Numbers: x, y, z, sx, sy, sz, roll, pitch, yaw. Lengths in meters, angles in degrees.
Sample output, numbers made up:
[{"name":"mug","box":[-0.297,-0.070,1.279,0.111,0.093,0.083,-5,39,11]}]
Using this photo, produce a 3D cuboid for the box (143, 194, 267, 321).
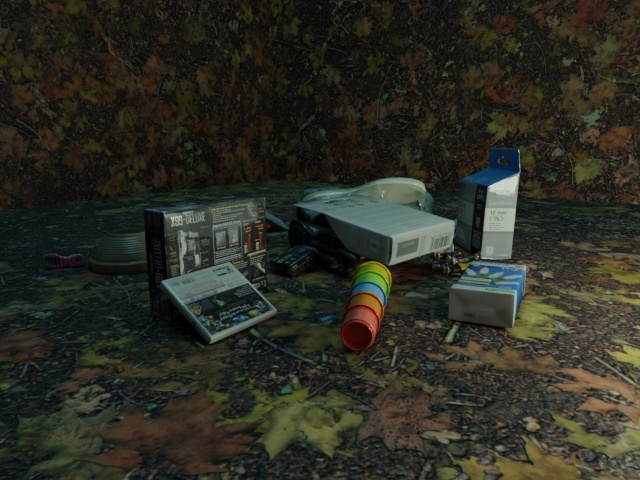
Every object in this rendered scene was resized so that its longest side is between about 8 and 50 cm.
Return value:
[{"name":"box","box":[-0.258,0.029,1.143,0.076,0.242,0.307,9,16,37]}]

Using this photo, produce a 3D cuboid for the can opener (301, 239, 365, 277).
[{"name":"can opener","box":[0.042,0.043,1.428,0.074,0.093,0.280,-23,24,-31]}]

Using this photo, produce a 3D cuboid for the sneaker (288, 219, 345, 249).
[{"name":"sneaker","box":[0.000,0.000,1.639,0.130,0.109,0.286,-3,20,-43]}]

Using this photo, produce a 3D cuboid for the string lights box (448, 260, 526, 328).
[{"name":"string lights box","box":[0.392,0.117,1.115,0.133,0.077,0.259,5,13,27]}]

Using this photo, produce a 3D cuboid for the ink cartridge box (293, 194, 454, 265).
[{"name":"ink cartridge box","box":[0.152,-0.047,1.438,0.308,0.091,0.385,-13,25,-43]}]

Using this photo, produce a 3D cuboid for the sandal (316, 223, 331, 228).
[{"name":"sandal","box":[0.095,-0.077,1.869,0.317,0.138,0.126,-9,17,-27]}]

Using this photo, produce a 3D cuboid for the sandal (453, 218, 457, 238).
[{"name":"sandal","box":[0.567,-0.059,1.915,0.102,0.076,0.265,3,13,13]}]

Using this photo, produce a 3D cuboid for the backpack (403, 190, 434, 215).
[{"name":"backpack","box":[0.351,-0.098,1.831,0.144,0.188,0.166,-5,14,-26]}]

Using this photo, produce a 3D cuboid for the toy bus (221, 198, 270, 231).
[{"name":"toy bus","box":[-0.296,-0.062,1.826,0.211,0.149,0.220,11,8,-10]}]

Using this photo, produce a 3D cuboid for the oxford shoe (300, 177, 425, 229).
[{"name":"oxford shoe","box":[0.153,-0.119,1.717,0.449,0.130,0.169,-10,-33,6]}]

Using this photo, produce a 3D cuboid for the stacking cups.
[{"name":"stacking cups","box":[0.100,0.129,1.021,0.096,0.096,0.316,2,13,9]}]

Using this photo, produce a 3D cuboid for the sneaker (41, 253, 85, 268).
[{"name":"sneaker","box":[-0.781,0.061,1.474,0.119,0.047,0.057,4,4,-18]}]

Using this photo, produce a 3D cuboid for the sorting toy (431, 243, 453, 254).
[{"name":"sorting toy","box":[0.396,0.038,1.568,0.083,0.045,0.075,-1,20,-7]}]

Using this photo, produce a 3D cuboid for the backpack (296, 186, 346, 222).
[{"name":"backpack","box":[0.041,-0.129,2.020,0.253,0.191,0.225,1,11,-18]}]

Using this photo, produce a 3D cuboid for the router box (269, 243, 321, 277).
[{"name":"router box","box":[-0.073,0.058,1.408,0.092,0.038,0.122,11,32,43]}]

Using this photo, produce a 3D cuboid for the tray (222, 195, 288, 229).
[{"name":"tray","box":[-0.264,-0.119,1.997,0.270,0.030,0.145,29,-8,-35]}]

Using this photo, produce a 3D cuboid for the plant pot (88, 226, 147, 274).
[{"name":"plant pot","box":[-0.589,0.022,1.485,0.237,0.110,0.237,-1,13,0]}]

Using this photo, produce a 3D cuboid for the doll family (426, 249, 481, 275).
[{"name":"doll family","box":[0.388,0.062,1.380,0.111,0.076,0.193,-9,11,-16]}]

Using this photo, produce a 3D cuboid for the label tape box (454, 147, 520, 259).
[{"name":"label tape box","box":[0.554,-0.133,1.621,0.115,0.348,0.249,-1,12,-3]}]

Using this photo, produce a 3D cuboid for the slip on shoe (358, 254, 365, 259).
[{"name":"slip on shoe","box":[0.101,0.047,1.514,0.051,0.041,0.135,9,15,35]}]

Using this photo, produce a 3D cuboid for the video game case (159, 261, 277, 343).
[{"name":"video game case","box":[-0.213,0.125,1.025,0.173,0.022,0.190,41,31,23]}]
